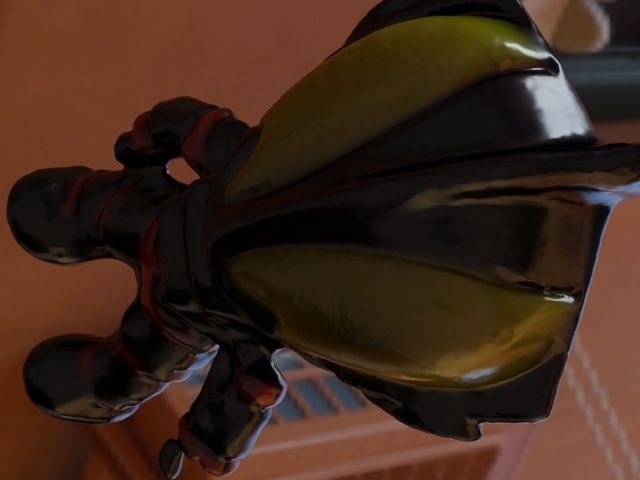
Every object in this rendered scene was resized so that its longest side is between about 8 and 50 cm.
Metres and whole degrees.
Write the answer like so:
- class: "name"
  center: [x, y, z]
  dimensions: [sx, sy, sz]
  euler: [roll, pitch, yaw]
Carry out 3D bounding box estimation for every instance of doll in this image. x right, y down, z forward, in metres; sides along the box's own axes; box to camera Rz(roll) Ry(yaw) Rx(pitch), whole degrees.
- class: "doll"
  center: [-0.002, 0.002, 0.545]
  dimensions: [0.248, 0.088, 0.127]
  euler: [-8, -70, 40]
